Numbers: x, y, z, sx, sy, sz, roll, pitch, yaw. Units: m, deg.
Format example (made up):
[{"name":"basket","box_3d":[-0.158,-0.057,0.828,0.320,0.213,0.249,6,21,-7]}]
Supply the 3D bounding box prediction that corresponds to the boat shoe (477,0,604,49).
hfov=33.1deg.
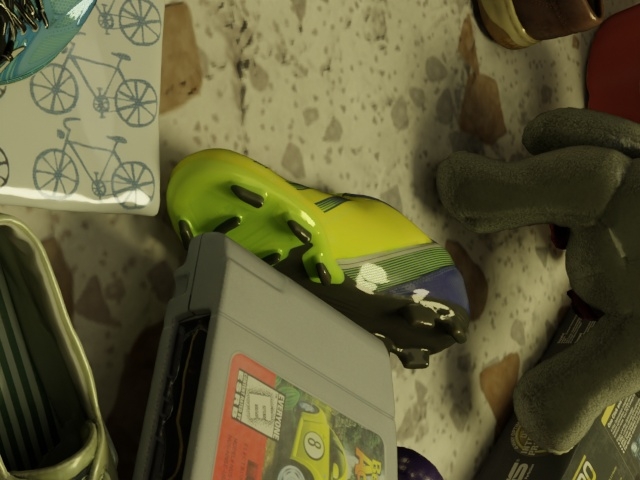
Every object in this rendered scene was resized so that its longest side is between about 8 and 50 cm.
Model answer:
[{"name":"boat shoe","box_3d":[0.205,-0.353,0.982,0.123,0.123,0.341,-3,90,-47]}]

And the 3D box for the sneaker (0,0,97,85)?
[{"name":"sneaker","box_3d":[-0.167,-0.103,0.548,0.162,0.073,0.063,-44,119,-38]}]

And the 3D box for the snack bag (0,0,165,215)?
[{"name":"snack bag","box_3d":[-0.214,-0.190,0.584,0.323,0.037,0.342,6,83,-47]}]

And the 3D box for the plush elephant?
[{"name":"plush elephant","box_3d":[0.300,-0.011,0.966,0.271,0.330,0.255,64,21,4]}]

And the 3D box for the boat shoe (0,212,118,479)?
[{"name":"boat shoe","box_3d":[-0.160,0.124,0.579,0.109,0.094,0.302,-34,112,-43]}]

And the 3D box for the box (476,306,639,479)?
[{"name":"box","box_3d":[0.306,0.250,1.077,0.395,0.097,0.318,-52,125,-36]}]

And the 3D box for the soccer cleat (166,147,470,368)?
[{"name":"soccer cleat","box_3d":[-0.001,0.001,0.786,0.289,0.093,0.121,29,36,-38]}]

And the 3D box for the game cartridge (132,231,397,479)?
[{"name":"game cartridge","box_3d":[-0.028,0.163,0.649,0.196,0.060,0.294,39,47,-44]}]

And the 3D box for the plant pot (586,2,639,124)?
[{"name":"plant pot","box_3d":[0.432,-0.163,1.129,0.275,0.243,0.274,3,86,-48]}]

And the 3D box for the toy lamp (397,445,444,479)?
[{"name":"toy lamp","box_3d":[-0.015,0.233,0.746,0.275,0.080,0.080,-26,107,-48]}]
